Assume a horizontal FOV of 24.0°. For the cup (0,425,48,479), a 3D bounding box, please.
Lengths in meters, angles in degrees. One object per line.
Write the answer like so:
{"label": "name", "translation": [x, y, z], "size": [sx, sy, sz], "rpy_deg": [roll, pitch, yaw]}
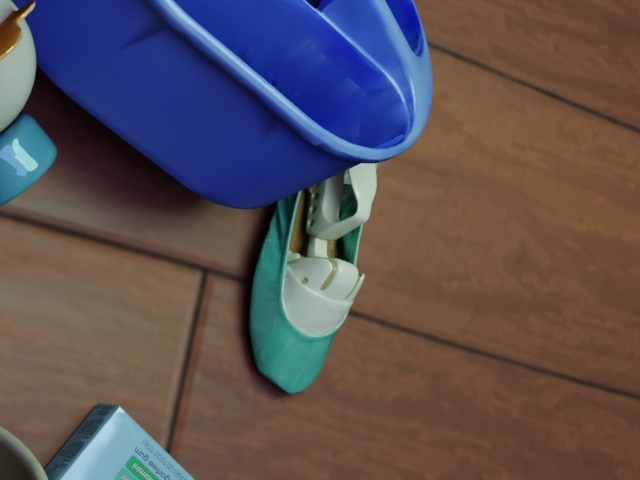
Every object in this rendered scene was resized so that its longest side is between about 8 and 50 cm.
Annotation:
{"label": "cup", "translation": [-0.307, 0.278, 0.884], "size": [0.331, 0.331, 0.237], "rpy_deg": [-21, 121, -32]}

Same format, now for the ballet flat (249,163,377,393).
{"label": "ballet flat", "translation": [0.000, 0.000, 1.203], "size": [0.083, 0.087, 0.247], "rpy_deg": [14, 79, -31]}

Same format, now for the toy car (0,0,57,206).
{"label": "toy car", "translation": [-0.265, -0.095, 0.952], "size": [0.210, 0.238, 0.219], "rpy_deg": [-45, 109, -26]}

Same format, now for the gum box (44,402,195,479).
{"label": "gum box", "translation": [-0.161, 0.241, 1.111], "size": [0.157, 0.041, 0.184], "rpy_deg": [48, 65, -21]}

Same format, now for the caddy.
{"label": "caddy", "translation": [-0.058, -0.182, 1.076], "size": [0.341, 0.179, 0.241], "rpy_deg": [38, 42, -30]}
